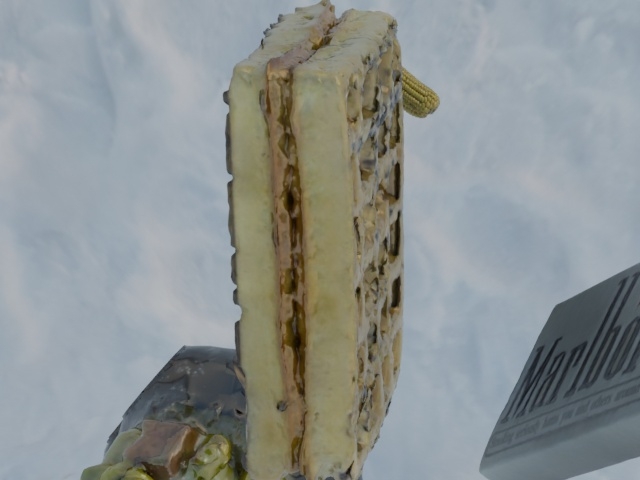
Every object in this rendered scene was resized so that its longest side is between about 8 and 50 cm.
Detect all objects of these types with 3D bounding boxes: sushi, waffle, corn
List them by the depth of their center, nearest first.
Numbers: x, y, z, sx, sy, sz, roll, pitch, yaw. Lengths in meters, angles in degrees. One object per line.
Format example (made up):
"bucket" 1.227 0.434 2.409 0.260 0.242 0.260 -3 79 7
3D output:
"waffle" -0.001 0.000 1.297 0.114 0.261 0.376 4 112 14
"corn" 0.081 -0.161 1.530 0.092 0.037 0.037 42 84 -1
"sushi" -0.135 0.329 1.835 0.328 0.285 0.328 36 125 -9

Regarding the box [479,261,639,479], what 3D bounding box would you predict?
"box" 0.150 0.061 0.735 0.036 0.177 0.115 35 64 -8
